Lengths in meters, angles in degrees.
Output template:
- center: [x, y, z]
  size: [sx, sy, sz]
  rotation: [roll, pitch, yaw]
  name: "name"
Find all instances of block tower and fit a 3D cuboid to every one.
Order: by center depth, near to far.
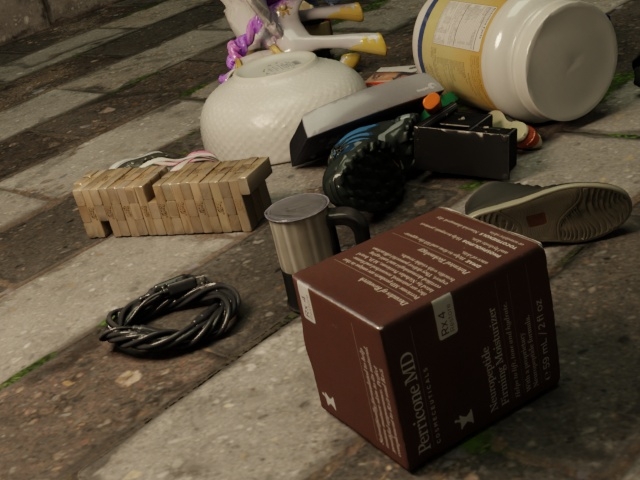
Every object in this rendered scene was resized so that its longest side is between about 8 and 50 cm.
- center: [-0.240, -0.067, 1.678]
  size: [0.335, 0.097, 0.091]
  rotation: [-4, 26, 24]
  name: "block tower"

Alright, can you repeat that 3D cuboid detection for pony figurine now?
- center: [-0.083, -0.472, 2.228]
  size: [0.363, 0.351, 0.303]
  rotation: [-18, -11, -7]
  name: "pony figurine"

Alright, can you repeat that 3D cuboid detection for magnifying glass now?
- center: [0.192, -0.220, 1.745]
  size: [0.092, 0.026, 0.231]
  rotation: [-41, -7, 7]
  name: "magnifying glass"

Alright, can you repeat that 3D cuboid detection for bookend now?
- center: [0.250, -0.160, 1.643]
  size: [0.157, 0.072, 0.156]
  rotation: [10, 26, 29]
  name: "bookend"

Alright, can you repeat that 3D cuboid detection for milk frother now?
- center: [0.000, 0.000, 1.359]
  size: [0.129, 0.134, 0.143]
  rotation: [-14, 24, -5]
  name: "milk frother"

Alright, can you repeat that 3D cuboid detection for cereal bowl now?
- center: [-0.073, -0.268, 1.971]
  size: [0.339, 0.141, 0.339]
  rotation: [-12, 24, 5]
  name: "cereal bowl"

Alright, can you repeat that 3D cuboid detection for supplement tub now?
- center: [0.329, -0.327, 1.790]
  size: [0.228, 0.228, 0.316]
  rotation: [-23, 26, -21]
  name: "supplement tub"

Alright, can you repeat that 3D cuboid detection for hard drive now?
- center: [0.071, -0.208, 1.777]
  size: [0.255, 0.054, 0.172]
  rotation: [-21, -9, -16]
  name: "hard drive"

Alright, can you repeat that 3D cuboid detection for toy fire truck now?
- center: [-0.078, -0.500, 2.489]
  size: [0.217, 0.158, 0.246]
  rotation: [-10, 13, 7]
  name: "toy fire truck"

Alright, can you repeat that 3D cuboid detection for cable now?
- center: [-0.197, 0.104, 1.355]
  size: [0.184, 0.047, 0.150]
  rotation: [-20, 30, -21]
  name: "cable"

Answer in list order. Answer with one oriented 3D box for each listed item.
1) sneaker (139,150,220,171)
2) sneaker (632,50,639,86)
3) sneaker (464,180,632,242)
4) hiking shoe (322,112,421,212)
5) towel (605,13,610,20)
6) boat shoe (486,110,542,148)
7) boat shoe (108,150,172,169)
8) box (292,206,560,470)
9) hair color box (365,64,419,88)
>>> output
- center: [-0.240, -0.110, 1.795]
  size: [0.178, 0.072, 0.077]
  rotation: [-26, 29, -27]
  name: "sneaker"
- center: [0.606, -0.323, 1.825]
  size: [0.106, 0.078, 0.234]
  rotation: [5, 32, 29]
  name: "sneaker"
- center: [0.295, -0.051, 1.386]
  size: [0.222, 0.083, 0.118]
  rotation: [-9, 24, 12]
  name: "sneaker"
- center: [0.065, -0.109, 1.623]
  size: [0.132, 0.113, 0.304]
  rotation: [-10, 14, 30]
  name: "hiking shoe"
- center: [0.419, -0.400, 2.086]
  size: [0.308, 0.076, 0.227]
  rotation: [-4, 27, 20]
  name: "towel"
- center: [0.311, -0.179, 1.706]
  size: [0.043, 0.049, 0.137]
  rotation: [23, 5, -28]
  name: "boat shoe"
- center: [-0.334, -0.131, 1.914]
  size: [0.040, 0.049, 0.142]
  rotation: [12, 32, 43]
  name: "boat shoe"
- center: [0.109, 0.091, 1.066]
  size: [0.203, 0.168, 0.167]
  rotation: [-25, 28, -24]
  name: "box"
- center: [0.180, -0.305, 2.029]
  size: [0.167, 0.053, 0.093]
  rotation: [0, 28, 29]
  name: "hair color box"
